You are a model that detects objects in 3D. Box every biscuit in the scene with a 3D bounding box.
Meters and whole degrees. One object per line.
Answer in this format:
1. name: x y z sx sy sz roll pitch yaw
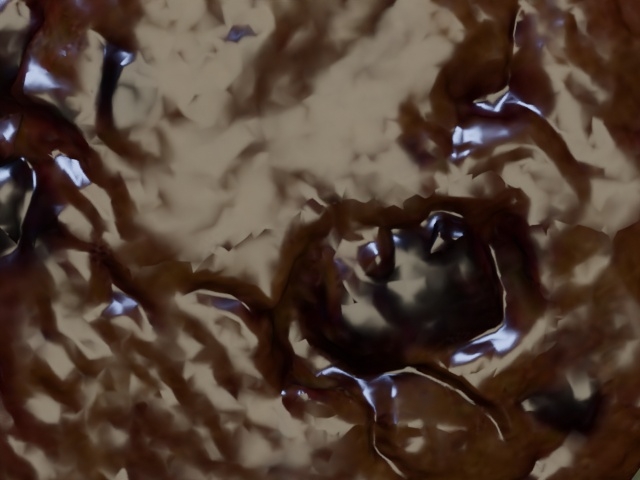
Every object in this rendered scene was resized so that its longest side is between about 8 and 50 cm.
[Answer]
1. biscuit: 0.000 0.000 0.335 0.192 0.049 0.192 -1 98 -11
